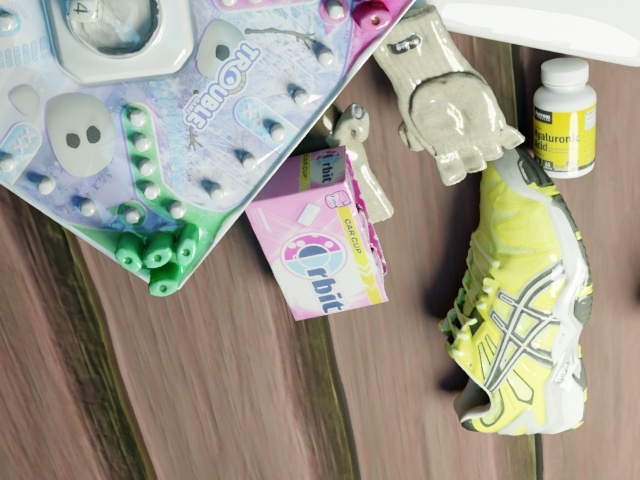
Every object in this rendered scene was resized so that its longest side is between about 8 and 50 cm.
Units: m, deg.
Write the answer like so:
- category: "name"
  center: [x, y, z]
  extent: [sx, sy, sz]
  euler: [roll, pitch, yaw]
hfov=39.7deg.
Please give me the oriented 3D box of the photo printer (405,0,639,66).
- category: "photo printer"
  center: [0.198, -0.307, 0.808]
  extent: [0.307, 0.107, 0.256]
  euler: [8, 116, -14]

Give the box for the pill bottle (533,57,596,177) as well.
- category: "pill bottle"
  center: [0.257, -0.130, 0.936]
  extent: [0.065, 0.065, 0.116]
  euler: [-10, 118, -4]

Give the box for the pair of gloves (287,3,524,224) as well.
- category: "pair of gloves"
  center: [0.058, -0.116, 0.886]
  extent: [0.240, 0.042, 0.204]
  euler: [-22, 127, 31]

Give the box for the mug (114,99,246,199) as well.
- category: "mug"
  center: [-0.122, -0.091, 0.868]
  extent: [0.157, 0.097, 0.129]
  euler: [-14, 114, 3]

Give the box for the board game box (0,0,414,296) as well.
- category: "board game box"
  center: [-0.172, -0.192, 0.742]
  extent: [0.390, 0.050, 0.390]
  euler: [36, 105, -16]

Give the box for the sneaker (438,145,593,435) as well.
- category: "sneaker"
  center: [0.210, 0.078, 0.995]
  extent: [0.147, 0.145, 0.385]
  euler: [-13, 117, -3]

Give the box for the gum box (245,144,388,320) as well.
- category: "gum box"
  center: [0.000, 0.000, 0.933]
  extent: [0.107, 0.062, 0.188]
  euler: [-12, 132, 11]
